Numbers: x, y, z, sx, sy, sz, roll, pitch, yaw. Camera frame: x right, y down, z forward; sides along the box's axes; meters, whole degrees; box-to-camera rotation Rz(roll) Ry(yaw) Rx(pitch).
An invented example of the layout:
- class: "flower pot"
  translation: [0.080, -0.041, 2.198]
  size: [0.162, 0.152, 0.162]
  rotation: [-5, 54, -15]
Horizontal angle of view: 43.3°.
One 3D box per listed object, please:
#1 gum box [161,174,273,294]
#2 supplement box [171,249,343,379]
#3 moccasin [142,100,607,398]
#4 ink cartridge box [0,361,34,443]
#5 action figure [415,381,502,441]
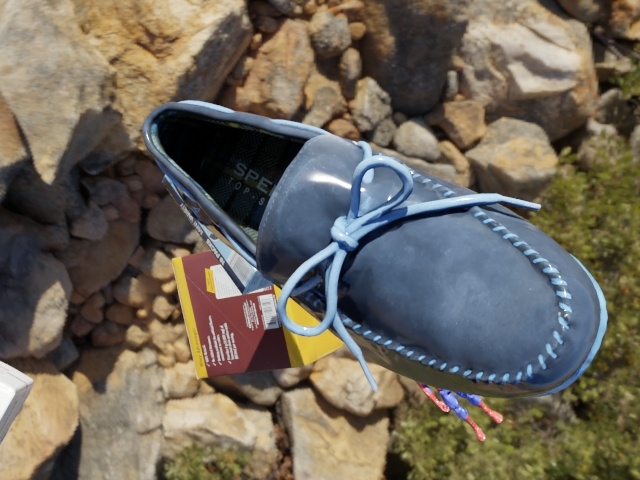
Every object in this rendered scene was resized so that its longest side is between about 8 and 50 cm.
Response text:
- class: "gum box"
  translation: [-0.049, -0.035, 0.860]
  size: [0.184, 0.157, 0.041]
  rotation: [-16, 149, -43]
- class: "supplement box"
  translation: [-0.095, 0.095, 1.227]
  size: [0.129, 0.194, 0.191]
  rotation: [-15, 93, -60]
- class: "moccasin"
  translation: [0.000, 0.000, 0.501]
  size: [0.116, 0.342, 0.138]
  rotation: [27, 86, -50]
- class: "ink cartridge box"
  translation: [-0.402, 0.210, 0.891]
  size: [0.092, 0.218, 0.159]
  rotation: [29, 77, -8]
- class: "action figure"
  translation: [0.119, 0.136, 0.736]
  size: [0.115, 0.030, 0.038]
  rotation: [43, 94, -14]
